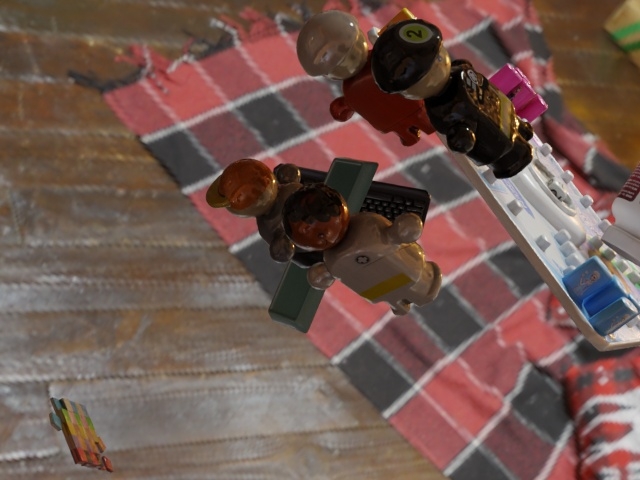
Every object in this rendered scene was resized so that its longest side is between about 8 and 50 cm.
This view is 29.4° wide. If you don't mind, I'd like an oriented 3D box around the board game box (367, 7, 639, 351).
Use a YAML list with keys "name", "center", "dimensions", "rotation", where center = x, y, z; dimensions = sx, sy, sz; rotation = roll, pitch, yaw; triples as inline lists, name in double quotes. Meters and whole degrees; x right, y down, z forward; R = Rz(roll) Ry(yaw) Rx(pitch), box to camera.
- name: "board game box"
  center: [0.248, -0.060, 1.308]
  dimensions: [0.390, 0.050, 0.390]
  rotation: [56, 21, 18]

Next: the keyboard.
- name: "keyboard"
  center: [0.032, -0.038, 1.406]
  dimensions: [0.180, 0.108, 0.023]
  rotation: [11, 60, 2]

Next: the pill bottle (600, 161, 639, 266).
- name: "pill bottle"
  center: [0.372, -0.047, 1.320]
  dimensions: [0.086, 0.152, 0.086]
  rotation: [34, 1, -1]

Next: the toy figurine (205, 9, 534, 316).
- name: "toy figurine"
  center: [0.030, -0.066, 0.940]
  dimensions: [0.148, 0.209, 0.213]
  rotation: [36, -2, -30]

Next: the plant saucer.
- name: "plant saucer"
  center: [0.000, 0.000, 1.266]
  dimensions: [0.018, 0.067, 0.192]
  rotation: [29, 82, -36]

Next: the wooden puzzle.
- name: "wooden puzzle"
  center: [-0.164, 0.132, 0.834]
  dimensions: [0.006, 0.083, 0.049]
  rotation: [-28, 71, 4]
